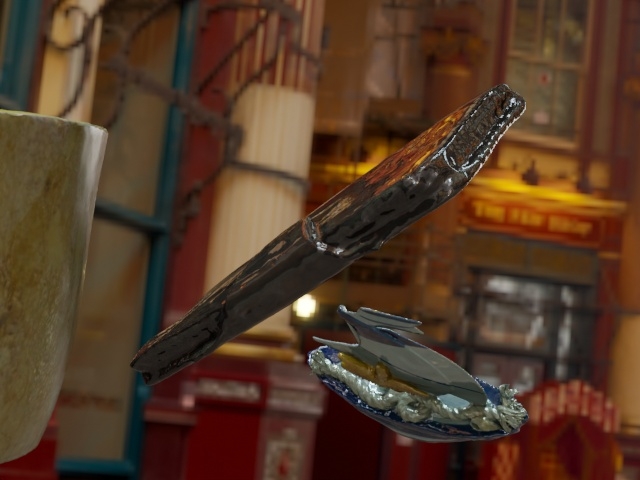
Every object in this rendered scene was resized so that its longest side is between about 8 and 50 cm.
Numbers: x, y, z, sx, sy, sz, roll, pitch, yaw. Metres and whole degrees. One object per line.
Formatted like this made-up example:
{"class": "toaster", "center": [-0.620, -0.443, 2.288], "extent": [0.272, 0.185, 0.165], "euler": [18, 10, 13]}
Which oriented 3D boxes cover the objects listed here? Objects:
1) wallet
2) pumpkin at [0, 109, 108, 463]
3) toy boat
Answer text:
{"class": "wallet", "center": [0.000, 0.000, 1.033], "extent": [0.309, 0.042, 0.165], "euler": [-34, 3, 32]}
{"class": "pumpkin", "center": [-0.278, 0.021, 0.816], "extent": [0.332, 0.199, 0.332], "euler": [2, -4, 0]}
{"class": "toy boat", "center": [0.075, 0.105, 1.322], "extent": [0.220, 0.067, 0.291], "euler": [16, -22, 18]}
